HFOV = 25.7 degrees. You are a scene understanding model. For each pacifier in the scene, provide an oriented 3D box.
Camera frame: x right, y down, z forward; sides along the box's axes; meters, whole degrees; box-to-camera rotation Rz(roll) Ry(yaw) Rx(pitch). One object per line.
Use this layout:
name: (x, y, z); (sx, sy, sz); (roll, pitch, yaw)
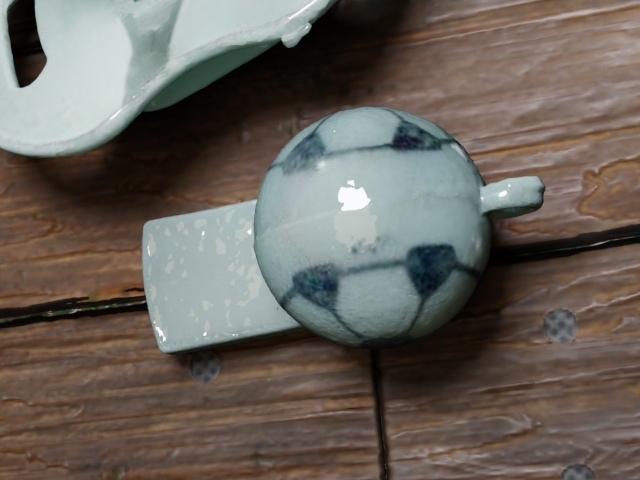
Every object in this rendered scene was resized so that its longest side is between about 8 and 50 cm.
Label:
pacifier: (-0.132, -0.223, 0.902); (0.343, 0.269, 0.288); (-28, 51, 10)

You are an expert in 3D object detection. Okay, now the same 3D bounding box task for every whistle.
whistle: (0.000, 0.000, 0.884); (0.290, 0.163, 0.163); (-13, 80, 16)
